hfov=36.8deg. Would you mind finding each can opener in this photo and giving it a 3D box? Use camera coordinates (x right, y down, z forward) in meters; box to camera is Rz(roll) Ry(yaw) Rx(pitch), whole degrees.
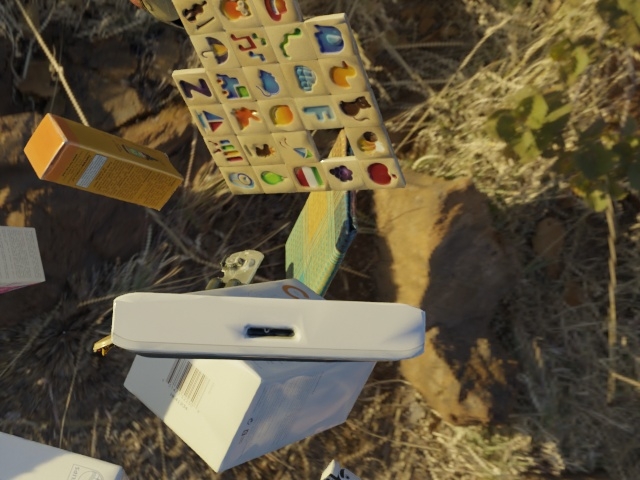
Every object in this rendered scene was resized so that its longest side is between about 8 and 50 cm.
[{"bbox_3d":[-0.182,0.121,1.882,0.076,0.095,0.283,2,38,21],"label":"can opener"}]

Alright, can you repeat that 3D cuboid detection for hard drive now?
[{"bbox_3d":[-0.061,0.086,0.881,0.233,0.353,0.047,3,83,-8],"label":"hard drive"}]

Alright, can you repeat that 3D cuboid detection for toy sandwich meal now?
[{"bbox_3d":[-0.327,0.166,1.565,0.085,0.085,0.029,-25,95,-16],"label":"toy sandwich meal"}]

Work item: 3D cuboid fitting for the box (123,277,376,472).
[{"bbox_3d":[-0.094,0.195,1.511,0.215,0.345,0.168,36,111,27],"label":"box"}]

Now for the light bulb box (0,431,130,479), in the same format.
[{"bbox_3d":[-0.408,0.335,1.060,0.361,0.358,0.225,16,66,1],"label":"light bulb box"}]

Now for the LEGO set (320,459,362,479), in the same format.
[{"bbox_3d":[0.071,0.325,1.061,0.227,0.093,0.087,37,116,-9],"label":"LEGO set"}]

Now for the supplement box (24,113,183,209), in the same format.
[{"bbox_3d":[-0.324,-0.115,1.461,0.233,0.078,0.080,14,120,-49],"label":"supplement box"}]

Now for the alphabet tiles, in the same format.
[{"bbox_3d":[-0.043,-0.135,0.910,0.237,0.198,0.009,66,35,-39],"label":"alphabet tiles"}]

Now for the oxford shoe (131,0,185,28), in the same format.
[{"bbox_3d":[-0.257,-0.437,1.565,0.130,0.348,0.123,37,91,4],"label":"oxford shoe"}]

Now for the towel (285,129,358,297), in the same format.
[{"bbox_3d":[0.000,0.000,1.869,0.040,0.370,0.271,11,50,-15],"label":"towel"}]

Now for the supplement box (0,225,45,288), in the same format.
[{"bbox_3d":[-0.623,0.037,1.774,0.111,0.220,0.114,-15,86,17],"label":"supplement box"}]
